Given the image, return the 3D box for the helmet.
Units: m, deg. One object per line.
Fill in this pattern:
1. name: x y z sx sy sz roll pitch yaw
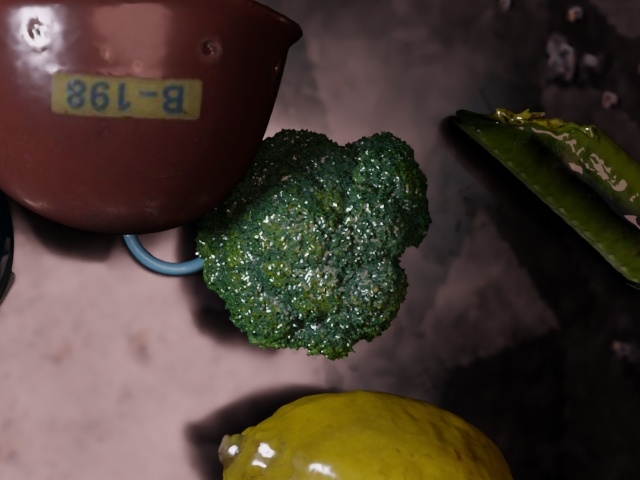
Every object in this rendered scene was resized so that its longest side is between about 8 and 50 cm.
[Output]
1. helmet: -0.214 -0.121 1.047 0.385 0.337 0.230 3 92 -16

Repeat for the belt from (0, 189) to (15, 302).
1. belt: -0.511 -0.041 1.044 0.436 0.173 0.300 38 85 -6

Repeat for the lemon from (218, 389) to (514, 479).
1. lemon: 0.064 0.290 1.122 0.316 0.285 0.285 41 73 -41

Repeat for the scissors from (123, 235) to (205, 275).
1. scissors: -0.310 -0.089 1.181 0.447 0.029 0.192 13 80 -13

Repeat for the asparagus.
1. asparagus: 0.340 -0.067 1.319 0.382 0.128 0.108 40 39 -7

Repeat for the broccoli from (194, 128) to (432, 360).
1. broccoli: 0.000 0.000 1.156 0.261 0.241 0.269 -20 74 5
